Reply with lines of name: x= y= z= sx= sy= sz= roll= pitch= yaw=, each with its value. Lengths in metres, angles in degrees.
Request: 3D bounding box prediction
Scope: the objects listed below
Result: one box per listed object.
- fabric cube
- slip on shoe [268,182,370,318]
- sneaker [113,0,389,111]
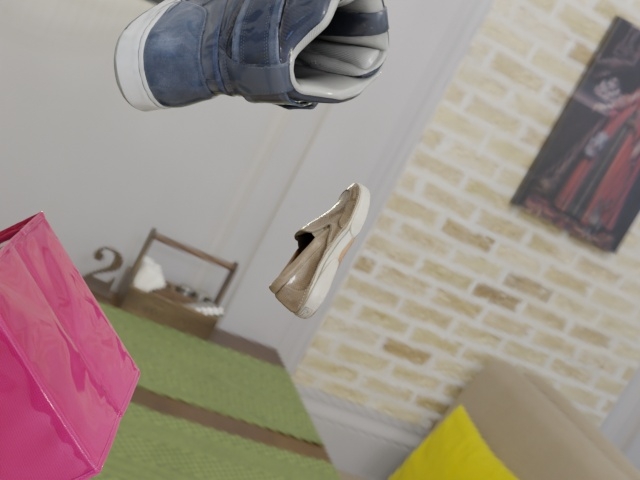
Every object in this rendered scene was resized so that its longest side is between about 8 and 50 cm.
fabric cube: x=-0.407 y=0.158 z=1.013 sx=0.258 sy=0.254 sz=0.259 roll=63 pitch=7 yaw=-16
slip on shoe: x=0.000 y=0.000 z=0.696 sx=0.041 sy=0.135 sz=0.051 roll=33 pitch=-28 yaw=-11
sneaker: x=-0.019 y=-0.166 z=0.589 sx=0.163 sy=0.086 sz=0.226 roll=0 pitch=43 yaw=25
